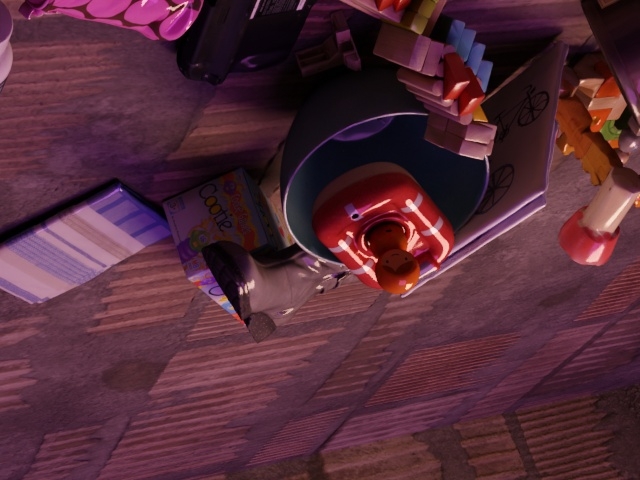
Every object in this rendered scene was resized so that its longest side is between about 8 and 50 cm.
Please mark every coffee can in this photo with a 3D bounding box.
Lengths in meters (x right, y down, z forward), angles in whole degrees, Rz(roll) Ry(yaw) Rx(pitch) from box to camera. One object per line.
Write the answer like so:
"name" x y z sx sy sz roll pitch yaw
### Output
"coffee can" 0.537 -0.310 1.915 0.275 0.201 0.201 -26 157 13

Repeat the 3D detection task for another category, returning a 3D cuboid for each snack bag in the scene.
"snack bag" 0.245 -0.107 2.024 0.037 0.342 0.323 34 135 -18

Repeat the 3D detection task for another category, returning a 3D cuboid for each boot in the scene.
"boot" -0.042 0.028 1.997 0.223 0.118 0.338 -31 166 -3

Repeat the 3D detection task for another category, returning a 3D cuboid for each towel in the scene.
"towel" -0.385 0.006 2.100 0.285 0.034 0.209 -27 154 12

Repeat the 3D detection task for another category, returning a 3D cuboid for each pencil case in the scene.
"pencil case" -0.233 -0.277 1.510 0.209 0.095 0.098 6 111 -43

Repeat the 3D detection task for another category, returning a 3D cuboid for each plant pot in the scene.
"plant pot" 0.070 -0.132 1.905 0.290 0.195 0.290 -9 138 -9

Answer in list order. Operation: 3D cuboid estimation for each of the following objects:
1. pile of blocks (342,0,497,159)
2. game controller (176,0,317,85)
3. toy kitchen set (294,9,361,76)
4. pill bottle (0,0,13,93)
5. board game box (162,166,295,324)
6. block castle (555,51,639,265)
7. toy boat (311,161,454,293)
"pile of blocks" 0.152 -0.240 1.652 0.149 0.113 0.362 -45 125 -9
"game controller" -0.073 -0.301 1.644 0.166 0.067 0.319 -24 162 -29
"toy kitchen set" 0.009 -0.248 1.797 0.075 0.068 0.083 -18 157 -3
"pill bottle" -0.408 -0.197 1.525 0.108 0.108 0.180 -5 154 -31
"board game box" -0.126 0.015 2.185 0.142 0.144 0.275 -23 156 7
"block castle" 0.539 -0.127 2.153 0.453 0.303 0.212 -7 144 -25
"toy boat" 0.090 0.006 1.799 0.151 0.151 0.231 -31 136 15
